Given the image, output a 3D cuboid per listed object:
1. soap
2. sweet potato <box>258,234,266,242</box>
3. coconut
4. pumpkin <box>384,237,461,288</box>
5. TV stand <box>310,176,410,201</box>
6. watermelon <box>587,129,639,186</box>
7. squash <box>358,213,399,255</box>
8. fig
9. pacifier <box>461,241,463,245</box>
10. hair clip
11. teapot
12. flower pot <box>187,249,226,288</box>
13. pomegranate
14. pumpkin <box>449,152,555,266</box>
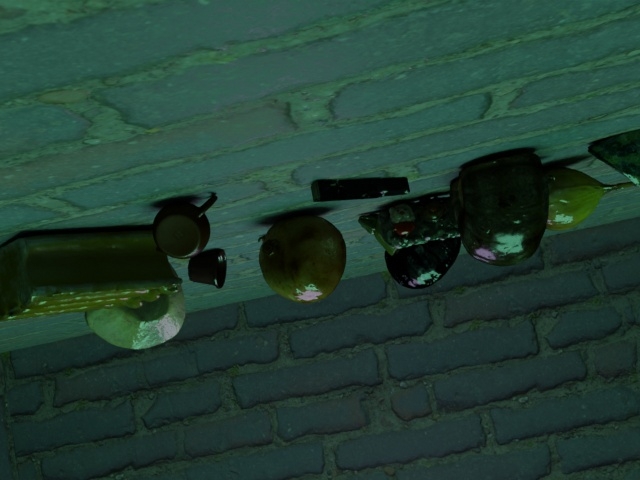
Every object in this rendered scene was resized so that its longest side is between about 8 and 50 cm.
[{"bbox_3d":[-0.512,0.078,1.698,0.335,0.156,0.293,-5,172,-40],"label":"soap"},{"bbox_3d":[-0.063,-0.002,2.125,0.205,0.060,0.068,1,138,-13],"label":"sweet potato"},{"bbox_3d":[-0.468,0.155,2.028,0.259,0.259,0.259,-11,172,-2],"label":"coconut"},{"bbox_3d":[0.283,0.027,2.226,0.163,0.233,0.233,39,152,-16],"label":"pumpkin"},{"bbox_3d":[0.085,-0.107,1.665,0.249,0.036,0.042,-6,169,-37],"label":"TV stand"},{"bbox_3d":[0.685,-0.171,1.809,0.207,0.136,0.202,4,164,-6],"label":"watermelon"},{"bbox_3d":[0.166,-0.035,2.108,0.105,0.132,0.105,-54,171,-12],"label":"squash"},{"bbox_3d":[0.623,-0.114,1.923,0.257,0.159,0.159,-9,174,31],"label":"fig"},{"bbox_3d":[0.418,-0.036,2.377,0.126,0.117,0.150,-38,165,4],"label":"pacifier"},{"bbox_3d":[0.307,-0.066,2.019,0.321,0.138,0.091,-10,142,-4],"label":"hair clip"},{"bbox_3d":[-0.259,-0.027,1.539,0.173,0.116,0.116,-42,164,13],"label":"teapot"},{"bbox_3d":[-0.315,0.077,2.211,0.089,0.111,0.111,3,174,9],"label":"flower pot"},{"bbox_3d":[-0.045,0.037,1.918,0.215,0.215,0.215,-11,172,-2],"label":"pomegranate"},{"bbox_3d":[0.427,-0.062,1.812,0.242,0.232,0.325,-15,175,4],"label":"pumpkin"}]
